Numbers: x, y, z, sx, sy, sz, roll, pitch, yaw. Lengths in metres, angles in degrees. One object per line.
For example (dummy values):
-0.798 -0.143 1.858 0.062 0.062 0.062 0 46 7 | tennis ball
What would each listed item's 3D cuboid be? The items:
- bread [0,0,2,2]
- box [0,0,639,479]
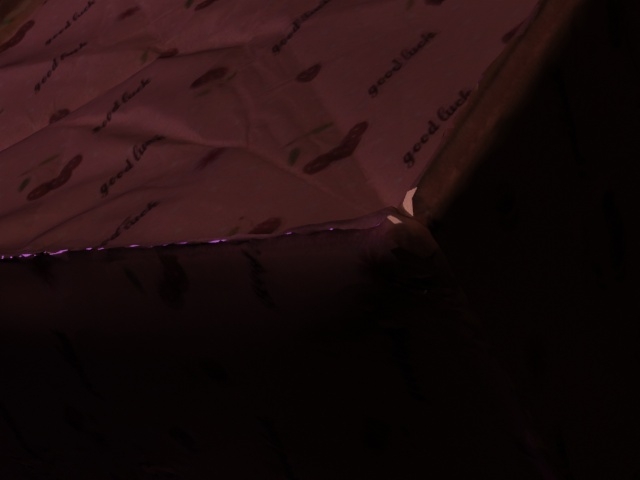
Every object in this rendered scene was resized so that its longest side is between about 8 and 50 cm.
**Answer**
-0.195 0.008 0.708 0.270 0.148 0.270 -37 31 27 | bread
0.000 0.000 0.511 0.297 0.190 0.225 -5 38 41 | box
